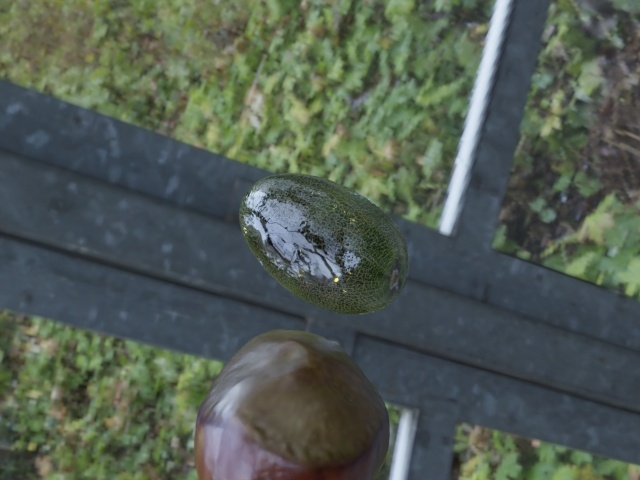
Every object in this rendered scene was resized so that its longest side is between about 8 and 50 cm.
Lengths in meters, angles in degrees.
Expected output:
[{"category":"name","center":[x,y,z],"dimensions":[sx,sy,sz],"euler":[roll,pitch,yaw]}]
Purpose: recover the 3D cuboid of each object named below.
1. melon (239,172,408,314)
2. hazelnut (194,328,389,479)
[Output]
[{"category":"melon","center":[0.000,0.000,0.838],"dimensions":[0.162,0.099,0.099],"euler":[30,103,31]},{"category":"hazelnut","center":[-0.021,0.192,0.955],"dimensions":[0.186,0.210,0.210],"euler":[-33,42,19]}]
